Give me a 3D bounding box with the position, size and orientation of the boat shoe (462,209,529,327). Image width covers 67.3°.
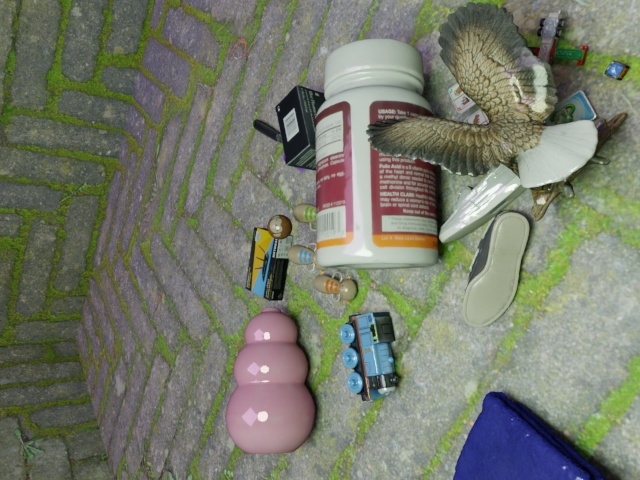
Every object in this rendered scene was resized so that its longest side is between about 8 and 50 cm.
[{"bbox_3d":[0.288,0.046,0.800,0.065,0.075,0.206,-68,-9,-72],"label":"boat shoe"}]

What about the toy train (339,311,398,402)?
[{"bbox_3d":[0.102,0.233,0.975,0.105,0.080,0.184,-23,69,41],"label":"toy train"}]

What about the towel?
[{"bbox_3d":[0.288,0.412,0.711,0.228,0.076,0.308,40,120,59],"label":"towel"}]

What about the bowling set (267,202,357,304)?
[{"bbox_3d":[0.000,0.000,1.035,0.154,0.200,0.286,9,97,49],"label":"bowling set"}]

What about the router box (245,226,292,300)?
[{"bbox_3d":[-0.143,0.062,1.309,0.133,0.046,0.178,16,98,50],"label":"router box"}]

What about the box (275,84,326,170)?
[{"bbox_3d":[-0.003,-0.245,1.083,0.093,0.158,0.155,-31,64,45],"label":"box"}]

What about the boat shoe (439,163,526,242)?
[{"bbox_3d":[0.264,-0.067,0.810,0.184,0.066,0.063,-48,61,37],"label":"boat shoe"}]

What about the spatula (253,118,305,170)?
[{"bbox_3d":[-0.111,-0.276,1.316,0.296,0.030,0.084,41,119,44],"label":"spatula"}]

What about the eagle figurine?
[{"bbox_3d":[0.235,-0.167,0.684,0.298,0.226,0.225,39,144,5],"label":"eagle figurine"}]

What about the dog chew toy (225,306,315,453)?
[{"bbox_3d":[-0.119,0.325,1.144,0.207,0.207,0.331,-25,60,46],"label":"dog chew toy"}]

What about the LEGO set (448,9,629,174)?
[{"bbox_3d":[0.347,-0.237,0.770,0.244,0.060,0.182,-34,74,45],"label":"LEGO set"}]

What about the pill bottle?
[{"bbox_3d":[0.101,-0.145,0.898,0.224,0.224,0.391,-8,80,50],"label":"pill bottle"}]
